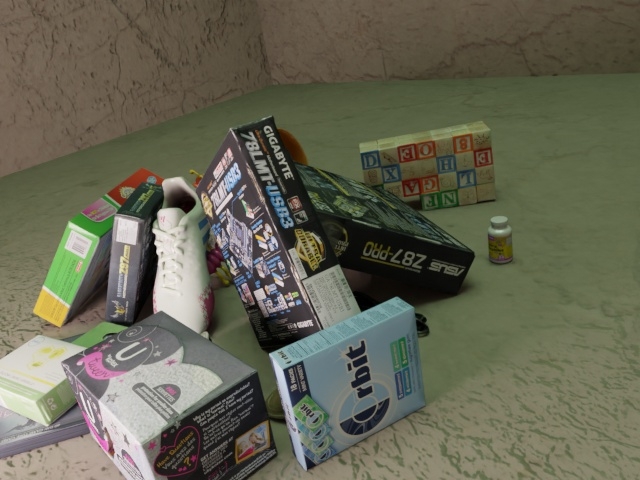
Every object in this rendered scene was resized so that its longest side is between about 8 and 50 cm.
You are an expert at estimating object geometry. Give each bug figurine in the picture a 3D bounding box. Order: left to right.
[{"bbox_3d":[-0.226,-0.031,1.234,0.279,0.072,0.216,26,74,27],"label":"bug figurine"}]

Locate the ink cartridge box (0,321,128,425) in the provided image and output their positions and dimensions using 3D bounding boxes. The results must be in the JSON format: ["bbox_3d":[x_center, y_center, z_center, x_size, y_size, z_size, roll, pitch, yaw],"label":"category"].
[{"bbox_3d":[-0.404,0.189,0.951,0.171,0.056,0.235,5,31,33],"label":"ink cartridge box"}]

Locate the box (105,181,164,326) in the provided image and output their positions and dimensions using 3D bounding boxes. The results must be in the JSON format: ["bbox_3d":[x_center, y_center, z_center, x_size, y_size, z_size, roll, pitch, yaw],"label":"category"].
[{"bbox_3d":[-0.360,0.023,1.141,0.059,0.232,0.183,12,24,-5],"label":"box"}]

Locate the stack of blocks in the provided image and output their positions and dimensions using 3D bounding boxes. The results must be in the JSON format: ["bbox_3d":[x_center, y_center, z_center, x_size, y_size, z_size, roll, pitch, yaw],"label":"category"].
[{"bbox_3d":[0.252,-0.166,1.381,0.298,0.171,0.087,-9,24,6],"label":"stack of blocks"}]

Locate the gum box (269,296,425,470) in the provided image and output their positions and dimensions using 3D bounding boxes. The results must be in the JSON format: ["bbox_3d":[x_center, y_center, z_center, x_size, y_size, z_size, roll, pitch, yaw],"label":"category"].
[{"bbox_3d":[0.040,0.176,0.725,0.185,0.156,0.041,-20,26,-22],"label":"gum box"}]

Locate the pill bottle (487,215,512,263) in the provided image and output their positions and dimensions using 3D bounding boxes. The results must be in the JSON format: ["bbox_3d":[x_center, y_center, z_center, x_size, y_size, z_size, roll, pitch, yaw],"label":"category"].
[{"bbox_3d":[0.336,-0.002,1.088,0.044,0.083,0.043,-9,24,4],"label":"pill bottle"}]

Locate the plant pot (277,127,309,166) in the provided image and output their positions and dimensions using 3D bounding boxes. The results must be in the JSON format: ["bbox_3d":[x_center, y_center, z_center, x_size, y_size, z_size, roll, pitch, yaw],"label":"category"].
[{"bbox_3d":[-0.163,-0.182,1.586,0.188,0.205,0.205,-13,19,34],"label":"plant pot"}]

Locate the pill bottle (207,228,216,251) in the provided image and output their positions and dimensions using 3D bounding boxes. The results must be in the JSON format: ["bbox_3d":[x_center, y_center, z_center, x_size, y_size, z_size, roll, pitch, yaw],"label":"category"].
[{"bbox_3d":[-0.212,-0.032,1.341,0.209,0.117,0.117,-3,25,17],"label":"pill bottle"}]

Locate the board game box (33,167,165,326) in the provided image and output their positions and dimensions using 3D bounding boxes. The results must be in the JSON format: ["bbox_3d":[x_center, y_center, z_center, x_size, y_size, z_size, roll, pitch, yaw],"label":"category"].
[{"bbox_3d":[-0.460,0.003,1.238,0.064,0.242,0.316,31,26,-6],"label":"board game box"}]

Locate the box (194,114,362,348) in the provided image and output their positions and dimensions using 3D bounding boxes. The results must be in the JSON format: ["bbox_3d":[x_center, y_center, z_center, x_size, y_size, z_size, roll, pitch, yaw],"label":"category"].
[{"bbox_3d":[-0.079,0.008,0.859,0.074,0.293,0.295,-21,-4,-24],"label":"box"}]

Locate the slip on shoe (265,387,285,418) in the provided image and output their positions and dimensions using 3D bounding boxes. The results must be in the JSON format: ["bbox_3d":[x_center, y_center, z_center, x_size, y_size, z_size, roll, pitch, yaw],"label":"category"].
[{"bbox_3d":[-0.026,0.203,0.781,0.136,0.041,0.051,-22,47,26],"label":"slip on shoe"}]

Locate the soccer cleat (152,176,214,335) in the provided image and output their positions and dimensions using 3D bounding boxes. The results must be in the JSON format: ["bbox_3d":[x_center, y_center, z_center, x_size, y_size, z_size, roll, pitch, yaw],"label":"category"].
[{"bbox_3d":[-0.266,0.028,1.067,0.116,0.143,0.331,-12,54,6],"label":"soccer cleat"}]

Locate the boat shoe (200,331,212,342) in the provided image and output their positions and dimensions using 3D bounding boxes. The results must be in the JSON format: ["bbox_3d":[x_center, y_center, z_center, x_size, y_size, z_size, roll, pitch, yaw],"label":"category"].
[{"bbox_3d":[-0.187,0.188,0.941,0.046,0.038,0.125,-42,20,-3],"label":"boat shoe"}]

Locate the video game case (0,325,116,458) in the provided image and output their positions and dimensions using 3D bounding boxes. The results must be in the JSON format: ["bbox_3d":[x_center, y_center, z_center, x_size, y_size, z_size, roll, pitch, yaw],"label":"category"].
[{"bbox_3d":[-0.444,0.240,0.948,0.196,0.026,0.274,-14,23,-8],"label":"video game case"}]

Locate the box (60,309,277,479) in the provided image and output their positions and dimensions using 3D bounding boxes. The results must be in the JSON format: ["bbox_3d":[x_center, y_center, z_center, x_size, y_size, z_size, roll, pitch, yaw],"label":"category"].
[{"bbox_3d":[-0.202,0.215,0.757,0.163,0.142,0.247,-28,29,-34],"label":"box"}]

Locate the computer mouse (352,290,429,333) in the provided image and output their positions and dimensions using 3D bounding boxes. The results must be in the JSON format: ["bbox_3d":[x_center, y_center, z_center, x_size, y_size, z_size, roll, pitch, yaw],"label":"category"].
[{"bbox_3d":[0.028,0.148,0.913,0.262,0.060,0.184,-29,31,-36],"label":"computer mouse"}]

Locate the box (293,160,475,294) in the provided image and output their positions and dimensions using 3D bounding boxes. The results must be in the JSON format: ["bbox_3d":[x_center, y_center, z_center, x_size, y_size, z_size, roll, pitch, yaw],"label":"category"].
[{"bbox_3d":[0.061,-0.046,1.118,0.319,0.097,0.395,16,16,-23],"label":"box"}]
